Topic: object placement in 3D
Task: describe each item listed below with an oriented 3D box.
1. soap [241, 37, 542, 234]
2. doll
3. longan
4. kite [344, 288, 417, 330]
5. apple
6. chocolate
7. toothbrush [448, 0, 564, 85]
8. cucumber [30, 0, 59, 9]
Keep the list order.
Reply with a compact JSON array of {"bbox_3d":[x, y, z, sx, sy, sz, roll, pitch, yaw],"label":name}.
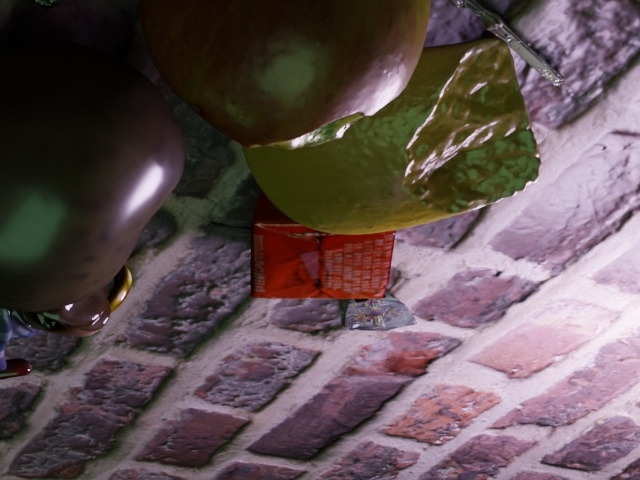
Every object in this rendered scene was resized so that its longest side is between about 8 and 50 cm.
[{"bbox_3d":[0.090,-0.139,1.817,0.427,0.115,0.306,-11,132,22],"label":"soap"},{"bbox_3d":[-0.506,0.125,2.105,0.339,0.318,0.209,-29,108,27],"label":"doll"},{"bbox_3d":[-0.387,-0.087,1.711,0.404,0.336,0.404,-16,141,-13],"label":"longan"},{"bbox_3d":[0.095,0.115,2.333,0.141,0.015,0.245,-9,150,9],"label":"kite"},{"bbox_3d":[-0.033,-0.277,1.447,0.339,0.339,0.339,-1,147,-1],"label":"apple"},{"bbox_3d":[0.000,0.000,2.073,0.234,0.108,0.237,-1,148,-3],"label":"chocolate"},{"bbox_3d":[0.255,-0.284,1.727,0.026,0.028,0.294,-25,145,33],"label":"toothbrush"},{"bbox_3d":[-0.397,-0.342,1.583,0.181,0.053,0.053,23,139,-30],"label":"cucumber"}]
